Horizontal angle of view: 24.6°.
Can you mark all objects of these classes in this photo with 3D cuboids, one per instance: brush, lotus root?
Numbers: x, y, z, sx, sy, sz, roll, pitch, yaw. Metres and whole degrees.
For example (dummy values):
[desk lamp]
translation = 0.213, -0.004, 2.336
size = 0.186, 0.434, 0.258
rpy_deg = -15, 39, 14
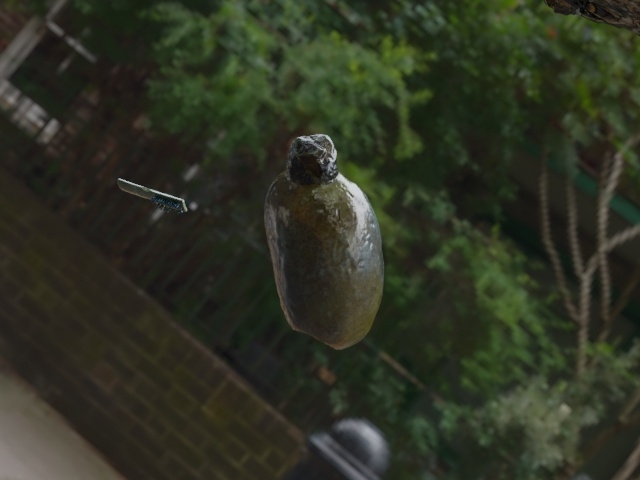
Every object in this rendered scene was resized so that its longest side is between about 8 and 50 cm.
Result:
[brush]
translation = -0.164, -0.042, 1.409
size = 0.083, 0.013, 0.016
rpy_deg = 20, -30, 30
[lotus root]
translation = 0.000, 0.000, 1.215
size = 0.113, 0.088, 0.192
rpy_deg = 38, -35, 46

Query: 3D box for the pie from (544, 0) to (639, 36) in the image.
[pie]
translation = 0.312, -0.119, 0.960
size = 0.371, 0.078, 0.296
rpy_deg = 24, 1, -18
